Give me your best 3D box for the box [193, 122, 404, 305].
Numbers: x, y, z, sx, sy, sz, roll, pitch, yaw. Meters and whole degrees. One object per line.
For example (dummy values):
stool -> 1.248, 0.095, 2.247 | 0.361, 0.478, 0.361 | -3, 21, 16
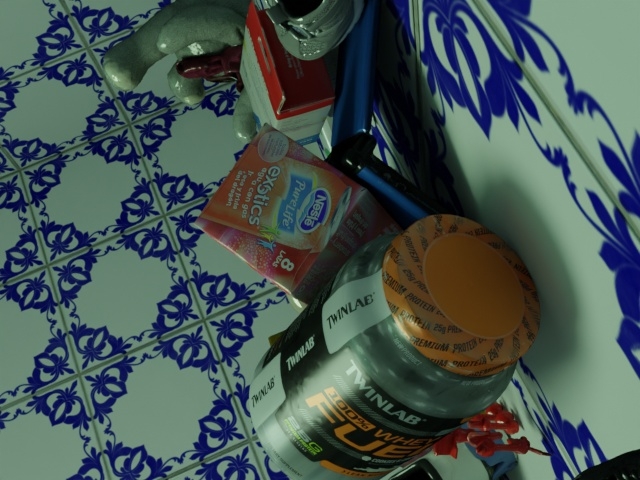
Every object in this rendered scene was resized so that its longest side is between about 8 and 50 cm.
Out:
box -> 0.000, 0.000, 1.086 | 0.154, 0.142, 0.300 | 35, 178, 22

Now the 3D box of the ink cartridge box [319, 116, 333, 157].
ink cartridge box -> 0.025, -0.163, 1.573 | 0.225, 0.056, 0.181 | -134, 21, -74

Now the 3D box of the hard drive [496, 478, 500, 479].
hard drive -> 0.297, 0.467, 1.609 | 0.233, 0.047, 0.353 | -145, 32, -82

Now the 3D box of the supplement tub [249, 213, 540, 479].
supplement tub -> 0.067, 0.119, 0.908 | 0.316, 0.193, 0.194 | -52, 56, 48

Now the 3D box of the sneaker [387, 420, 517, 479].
sneaker -> 0.181, 0.381, 1.373 | 0.127, 0.182, 0.316 | 52, 162, 30

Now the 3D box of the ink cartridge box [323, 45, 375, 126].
ink cartridge box -> 0.010, -0.239, 1.252 | 0.104, 0.061, 0.181 | -126, 14, -68

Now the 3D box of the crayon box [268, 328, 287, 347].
crayon box -> 0.018, 0.188, 1.694 | 0.203, 0.322, 0.083 | -169, 55, -85

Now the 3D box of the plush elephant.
plush elephant -> -0.118, -0.284, 1.430 | 0.255, 0.330, 0.272 | 47, -171, 13

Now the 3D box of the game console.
game console -> 0.095, -0.127, 1.052 | 0.250, 0.173, 0.293 | 36, 179, -6

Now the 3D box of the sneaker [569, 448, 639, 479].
sneaker -> 0.225, 0.178, 0.635 | 0.170, 0.089, 0.051 | 88, 158, -79

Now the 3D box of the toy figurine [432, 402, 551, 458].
toy figurine -> 0.165, 0.134, 1.189 | 0.362, 0.191, 0.217 | -158, 73, -81

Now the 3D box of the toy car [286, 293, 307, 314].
toy car -> 0.051, 0.036, 1.470 | 0.219, 0.210, 0.238 | 55, -172, 1

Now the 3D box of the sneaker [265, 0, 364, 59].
sneaker -> -0.021, -0.246, 0.864 | 0.105, 0.115, 0.281 | 35, 163, 5

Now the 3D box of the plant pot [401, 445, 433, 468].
plant pot -> 0.172, 0.371, 1.822 | 0.180, 0.201, 0.201 | 50, -175, -33

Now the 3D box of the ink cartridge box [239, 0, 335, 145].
ink cartridge box -> -0.044, -0.209, 1.144 | 0.231, 0.077, 0.134 | 128, 125, -77
